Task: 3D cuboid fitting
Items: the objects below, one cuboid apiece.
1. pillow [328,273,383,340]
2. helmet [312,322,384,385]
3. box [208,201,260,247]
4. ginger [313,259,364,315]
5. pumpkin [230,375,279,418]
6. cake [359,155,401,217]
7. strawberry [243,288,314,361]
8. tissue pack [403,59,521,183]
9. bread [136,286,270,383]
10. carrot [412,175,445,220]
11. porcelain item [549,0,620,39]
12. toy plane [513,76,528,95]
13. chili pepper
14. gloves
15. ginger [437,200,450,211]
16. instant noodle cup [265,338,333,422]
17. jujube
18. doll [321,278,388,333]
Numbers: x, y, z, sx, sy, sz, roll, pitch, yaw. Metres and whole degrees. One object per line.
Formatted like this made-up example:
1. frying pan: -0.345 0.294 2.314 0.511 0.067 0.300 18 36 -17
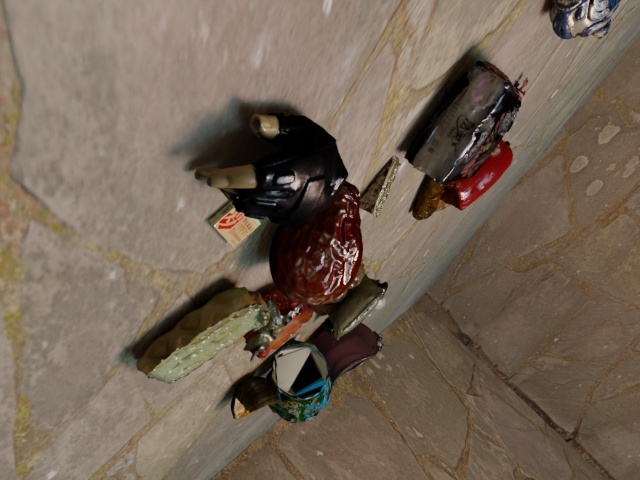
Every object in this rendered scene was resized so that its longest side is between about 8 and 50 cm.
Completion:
1. pillow: 0.087 0.179 1.297 0.185 0.075 0.302 -47 -171 1
2. helmet: 0.085 0.407 1.707 0.271 0.197 0.338 -39 169 8
3. box: -0.123 -0.027 0.648 0.058 0.015 0.093 -44 162 -9
4. ginger: 0.042 0.127 1.205 0.204 0.080 0.104 -50 -166 34
5. pumpkin: -0.211 0.475 1.362 0.119 0.107 0.183 -12 158 -45
6. cake: 0.137 -0.113 0.963 0.140 0.055 0.051 -53 154 17
7. strawberry: -0.085 0.163 0.999 0.174 0.098 0.228 -52 164 21
8. tissue pack: 0.333 -0.253 0.988 0.332 0.123 0.245 -18 142 -59
9. bread: -0.202 0.161 0.775 0.232 0.088 0.128 -33 149 -16
10. carrot: 0.318 -0.132 1.292 0.069 0.069 0.228 -38 159 -21
11. porcelain item: 0.590 -0.558 0.903 0.288 0.138 0.186 -46 145 14
12. toy plane: 0.514 -0.385 1.215 0.145 0.037 0.060 -43 151 6
13. chili pepper: 0.494 -0.238 1.321 0.338 0.134 0.131 -36 137 -15
14. gloves: -0.055 -0.079 0.550 0.203 0.124 0.164 -34 141 -51
15. ginger: 0.399 -0.142 1.459 0.176 0.052 0.193 -41 153 -13
16. instant noodle cup: -0.070 0.456 1.450 0.240 0.240 0.178 -35 156 -28
17. jujube: 0.000 0.000 0.776 0.168 0.168 0.236 -20 134 -52
18. doll: 0.123 0.216 1.500 0.257 0.117 0.182 -33 -173 -31
